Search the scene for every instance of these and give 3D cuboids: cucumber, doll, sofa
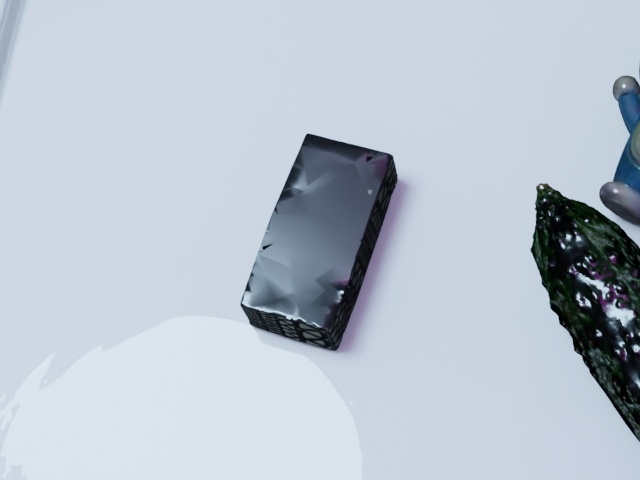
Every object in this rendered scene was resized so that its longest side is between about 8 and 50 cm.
[{"bbox_3d":[0.199,0.089,0.818,0.072,0.072,0.300,-31,65,-4],"label":"cucumber"},{"bbox_3d":[0.219,-0.078,0.875,0.114,0.085,0.152,24,84,36],"label":"doll"},{"bbox_3d":[0.000,0.000,0.899,0.060,0.039,0.118,16,71,13],"label":"sofa"}]
